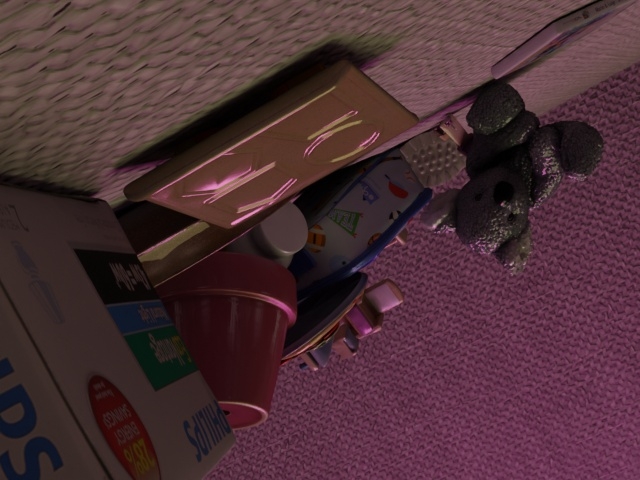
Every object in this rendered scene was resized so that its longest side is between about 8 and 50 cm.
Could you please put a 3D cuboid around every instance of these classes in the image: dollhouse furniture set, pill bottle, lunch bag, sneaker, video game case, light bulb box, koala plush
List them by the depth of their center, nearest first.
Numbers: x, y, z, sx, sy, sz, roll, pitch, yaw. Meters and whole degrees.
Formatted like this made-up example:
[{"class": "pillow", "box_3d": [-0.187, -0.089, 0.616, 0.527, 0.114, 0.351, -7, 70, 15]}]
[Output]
[{"class": "light bulb box", "box_3d": [-0.280, 0.141, 0.773, 0.361, 0.225, 0.358, -29, 177, 2]}, {"class": "video game case", "box_3d": [0.297, -0.252, 1.457, 0.143, 0.019, 0.157, -27, 178, -23]}, {"class": "pill bottle", "box_3d": [-0.099, 0.012, 1.576, 0.103, 0.103, 0.184, -26, 177, -43]}, {"class": "lunch bag", "box_3d": [0.000, 0.000, 1.708, 0.303, 0.115, 0.243, -31, -168, 48]}, {"class": "koala plush", "box_3d": [0.261, -0.074, 1.727, 0.203, 0.196, 0.221, 120, -4, -77]}, {"class": "dollhouse furniture set", "box_3d": [0.223, -0.201, 1.838, 0.114, 0.091, 0.081, -50, 135, 1]}, {"class": "sneaker", "box_3d": [0.126, -0.113, 1.929, 0.235, 0.090, 0.095, -23, -171, -19]}, {"class": "dollhouse furniture set", "box_3d": [0.040, 0.085, 1.989, 0.198, 0.286, 0.303, -29, -159, 22]}]

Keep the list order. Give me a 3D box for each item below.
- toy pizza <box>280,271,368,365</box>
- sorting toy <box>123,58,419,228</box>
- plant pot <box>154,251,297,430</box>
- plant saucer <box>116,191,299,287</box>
[{"class": "toy pizza", "box_3d": [-0.011, 0.114, 1.635, 0.201, 0.032, 0.201, -37, -171, 7]}, {"class": "sorting toy", "box_3d": [-0.034, -0.075, 0.948, 0.193, 0.038, 0.208, -28, 167, 15]}, {"class": "plant pot", "box_3d": [-0.128, 0.132, 1.496, 0.201, 0.180, 0.201, -1, 155, -1]}, {"class": "plant saucer", "box_3d": [-0.158, 0.001, 1.192, 0.311, 0.050, 0.310, -30, 177, -2]}]
